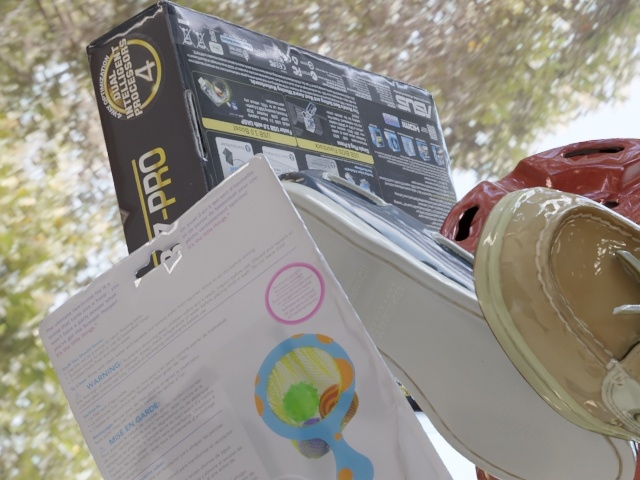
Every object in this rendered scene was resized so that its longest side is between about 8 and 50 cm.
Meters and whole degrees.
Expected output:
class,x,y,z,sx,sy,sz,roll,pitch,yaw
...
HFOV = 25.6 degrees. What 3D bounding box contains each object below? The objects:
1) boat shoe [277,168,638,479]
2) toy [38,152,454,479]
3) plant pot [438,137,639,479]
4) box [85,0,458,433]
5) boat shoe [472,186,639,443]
class,x,y,z,sx,sy,sz,roll,pitch,yaw
boat shoe,0.068,0.046,0.771,0.254,0.079,0.095,32,-58,14
toy,-0.018,0.095,0.601,0.137,0.056,0.237,-36,-123,11
plant pot,0.213,0.086,1.026,0.272,0.272,0.265,-6,-58,23
box,0.000,0.000,1.156,0.097,0.395,0.318,-24,-107,30
boat shoe,0.195,0.063,0.680,0.285,0.104,0.089,34,-24,-24
